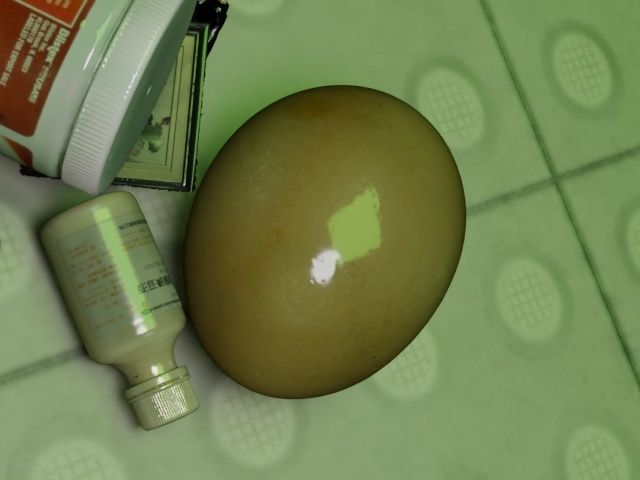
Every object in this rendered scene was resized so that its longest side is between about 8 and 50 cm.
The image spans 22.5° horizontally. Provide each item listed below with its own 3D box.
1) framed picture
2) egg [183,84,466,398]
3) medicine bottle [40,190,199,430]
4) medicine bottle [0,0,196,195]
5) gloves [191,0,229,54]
[{"bbox_3d":[-0.227,-0.157,1.792,0.199,0.010,0.195,5,86,-4],"label":"framed picture"},{"bbox_3d":[0.000,0.000,1.796,0.301,0.301,0.374,44,60,-15],"label":"egg"},{"bbox_3d":[-0.208,0.079,1.738,0.114,0.114,0.252,-20,86,-38],"label":"medicine bottle"},{"bbox_3d":[-0.283,-0.206,1.660,0.241,0.252,0.252,25,58,-1],"label":"medicine bottle"},{"bbox_3d":[-0.170,-0.287,1.891,0.164,0.124,0.203,58,42,-22],"label":"gloves"}]
